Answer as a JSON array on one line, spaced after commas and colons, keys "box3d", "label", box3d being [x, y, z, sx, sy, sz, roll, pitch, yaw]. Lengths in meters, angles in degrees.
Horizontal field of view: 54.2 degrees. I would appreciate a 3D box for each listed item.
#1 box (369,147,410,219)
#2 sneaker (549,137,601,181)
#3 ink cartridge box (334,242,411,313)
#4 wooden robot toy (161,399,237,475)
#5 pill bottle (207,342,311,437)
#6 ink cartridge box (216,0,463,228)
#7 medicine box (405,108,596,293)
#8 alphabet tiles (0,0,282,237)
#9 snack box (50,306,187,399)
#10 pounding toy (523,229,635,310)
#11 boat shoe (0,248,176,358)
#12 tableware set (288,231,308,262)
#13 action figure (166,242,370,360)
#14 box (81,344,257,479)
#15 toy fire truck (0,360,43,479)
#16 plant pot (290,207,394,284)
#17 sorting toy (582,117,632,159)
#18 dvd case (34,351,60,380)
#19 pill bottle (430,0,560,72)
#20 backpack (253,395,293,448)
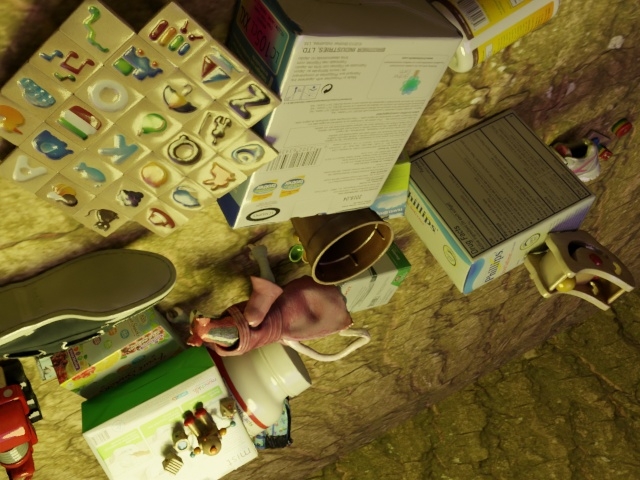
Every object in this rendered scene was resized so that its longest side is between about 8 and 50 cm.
[{"box3d": [0.116, -0.103, 1.227, 0.109, 0.042, 0.178, -10, 149, -2], "label": "box"}, {"box3d": [0.563, -0.179, 1.521, 0.252, 0.103, 0.111, -26, 136, -7], "label": "sneaker"}, {"box3d": [0.089, 0.097, 1.485, 0.208, 0.087, 0.153, -10, 144, -35], "label": "ink cartridge box"}, {"box3d": [-0.213, 0.362, 1.134, 0.173, 0.079, 0.076, -36, 114, -11], "label": "wooden robot toy"}, {"box3d": [-0.235, 0.367, 1.440, 0.407, 0.229, 0.229, -32, 151, 0], "label": "pill bottle"}, {"box3d": [-0.012, -0.171, 0.921, 0.270, 0.151, 0.395, -11, 143, -32], "label": "ink cartridge box"}, {"box3d": [0.342, -0.083, 1.274, 0.289, 0.263, 0.149, -27, 151, -9], "label": "medicine box"}, {"box3d": [-0.229, -0.128, 0.768, 0.342, 0.011, 0.285, -31, 132, 26], "label": "alphabet tiles"}, {"box3d": [-0.385, 0.225, 1.223, 0.207, 0.070, 0.174, -29, 153, -9], "label": "snack box"}, {"box3d": [0.510, 0.083, 1.261, 0.269, 0.154, 0.155, -4, 142, -41], "label": "pounding toy"}, {"box3d": [-0.396, 0.114, 1.012, 0.340, 0.127, 0.113, -21, 150, -16], "label": "boat shoe"}, {"box3d": [0.000, 0.000, 1.273, 0.154, 0.024, 0.104, 3, 108, -47], "label": "tableware set"}, {"box3d": [-0.123, 0.173, 1.239, 0.248, 0.276, 0.370, -43, 163, 30], "label": "action figure"}, {"box3d": [-0.290, 0.370, 1.218, 0.262, 0.127, 0.231, -27, 113, -13], "label": "box"}, {"box3d": [-0.574, 0.380, 1.118, 0.158, 0.246, 0.217, -18, 148, -25], "label": "toy fire truck"}, {"box3d": [0.021, -0.035, 1.143, 0.167, 0.165, 0.167, -24, 149, -15], "label": "plant pot"}, {"box3d": [0.692, -0.209, 1.641, 0.132, 0.046, 0.274, 5, 135, -47], "label": "sorting toy"}, {"box3d": [-0.485, 0.228, 1.213, 0.119, 0.013, 0.087, -16, 147, -25], "label": "dvd case"}, {"box3d": [0.274, -0.357, 0.946, 0.215, 0.117, 0.117, -32, 151, 0], "label": "pill bottle"}, {"box3d": [-0.143, 0.499, 1.812, 0.116, 0.158, 0.173, -5, 130, -11], "label": "backpack"}]
